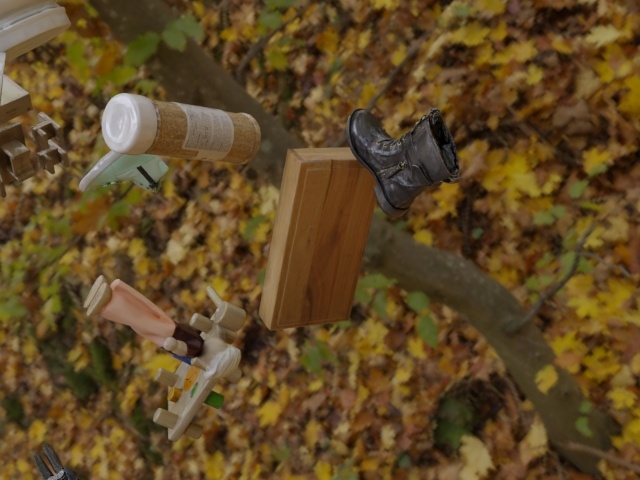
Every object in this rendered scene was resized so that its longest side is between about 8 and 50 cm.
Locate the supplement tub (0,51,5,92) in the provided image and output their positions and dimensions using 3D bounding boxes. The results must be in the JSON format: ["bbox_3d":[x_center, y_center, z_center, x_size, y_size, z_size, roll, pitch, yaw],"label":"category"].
[{"bbox_3d":[-0.568,-0.170,1.130,0.228,0.316,0.228,-172,90,-69],"label":"supplement tub"}]

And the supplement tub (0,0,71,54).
[{"bbox_3d":[-0.590,-0.469,1.531,0.236,0.324,0.235,-26,13,7],"label":"supplement tub"}]

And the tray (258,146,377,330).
[{"bbox_3d":[0.000,0.000,1.975,0.076,0.203,0.410,50,136,49],"label":"tray"}]

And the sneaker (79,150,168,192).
[{"bbox_3d":[-0.487,-0.150,2.258,0.256,0.151,0.094,-30,23,38],"label":"sneaker"}]

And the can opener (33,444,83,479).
[{"bbox_3d":[-0.501,0.441,1.713,0.059,0.073,0.186,-43,36,-22],"label":"can opener"}]

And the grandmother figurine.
[{"bbox_3d":[-0.315,0.191,1.886,0.104,0.342,0.208,-56,23,8],"label":"grandmother figurine"}]

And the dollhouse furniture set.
[{"bbox_3d":[-0.708,-0.242,2.013,0.212,0.161,0.242,-34,-35,-32],"label":"dollhouse furniture set"}]

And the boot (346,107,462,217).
[{"bbox_3d":[0.167,-0.188,1.752,0.091,0.262,0.229,-15,-16,-32],"label":"boot"}]

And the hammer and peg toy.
[{"bbox_3d":[-0.276,0.287,2.233,0.361,0.127,0.266,-56,20,15],"label":"hammer and peg toy"}]

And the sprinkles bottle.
[{"bbox_3d":[-0.285,-0.230,1.920,0.355,0.121,0.121,0,-36,-51],"label":"sprinkles bottle"}]
